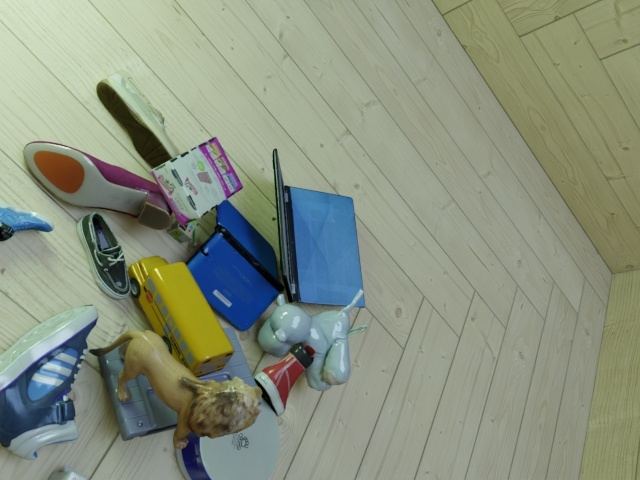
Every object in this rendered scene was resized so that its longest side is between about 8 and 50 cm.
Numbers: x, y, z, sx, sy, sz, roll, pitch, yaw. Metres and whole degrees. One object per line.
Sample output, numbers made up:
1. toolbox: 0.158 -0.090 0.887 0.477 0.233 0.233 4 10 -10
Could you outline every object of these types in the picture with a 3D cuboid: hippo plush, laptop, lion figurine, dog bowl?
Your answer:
1. hippo plush: -0.040 0.282 1.988 0.237 0.294 0.234 17 47 -32
2. laptop: 0.002 -0.023 2.111 0.408 0.237 0.381 85 -1 -70
3. lion figurine: -0.318 0.299 1.530 0.392 0.240 0.142 34 45 0
4. dog bowl: -0.232 0.512 1.820 0.265 0.104 0.264 17 66 -42

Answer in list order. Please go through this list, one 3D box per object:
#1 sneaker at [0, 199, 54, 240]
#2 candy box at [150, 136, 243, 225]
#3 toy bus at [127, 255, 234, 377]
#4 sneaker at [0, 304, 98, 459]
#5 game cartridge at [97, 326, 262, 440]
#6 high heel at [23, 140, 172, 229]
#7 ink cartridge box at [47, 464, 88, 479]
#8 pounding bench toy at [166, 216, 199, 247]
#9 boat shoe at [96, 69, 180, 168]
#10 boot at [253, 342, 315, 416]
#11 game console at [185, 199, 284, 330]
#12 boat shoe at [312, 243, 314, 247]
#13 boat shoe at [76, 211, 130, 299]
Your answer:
1. sneaker: -0.668 -0.028 1.570 0.152 0.058 0.084 26 54 -34
2. candy box: -0.311 -0.156 1.832 0.159 0.071 0.233 63 30 -11
3. toy bus: -0.341 0.170 1.712 0.108 0.130 0.332 -12 59 -41
4. sneaker: -0.565 0.313 1.535 0.323 0.130 0.236 -45 119 -47
5. game cartridge: -0.332 0.329 1.718 0.355 0.068 0.230 -5 62 -38
6. high heel: -0.537 -0.144 1.755 0.377 0.127 0.181 33 11 -22
7. ink cartridge box: -0.537 0.554 1.498 0.092 0.090 0.143 48 49 -25
8. pounding bench toy: -0.353 -0.028 1.907 0.083 0.052 0.065 44 49 -28
9. boat shoe: -0.449 -0.305 1.860 0.302 0.109 0.098 52 47 -14
10. boot: -0.080 0.367 1.906 0.176 0.244 0.088 -39 66 -20
11. game console: -0.248 0.060 1.977 0.250 0.173 0.293 -49 128 -9
12. boat shoe: 0.001 0.002 2.277 0.133 0.042 0.048 -40 104 -47
13. boat shoe: -0.510 0.038 1.707 0.078 0.070 0.219 -34 102 -46
